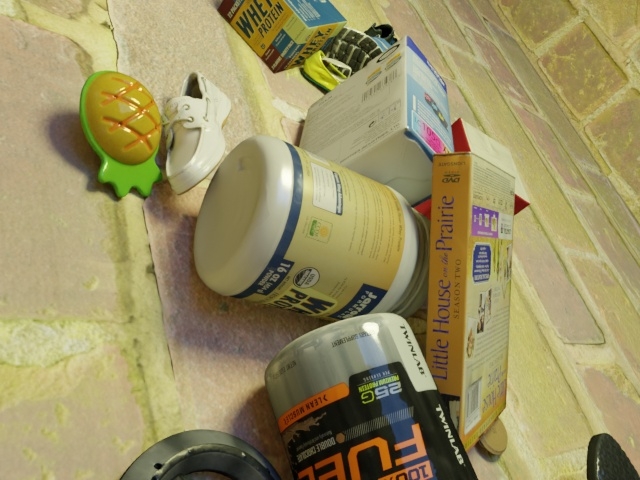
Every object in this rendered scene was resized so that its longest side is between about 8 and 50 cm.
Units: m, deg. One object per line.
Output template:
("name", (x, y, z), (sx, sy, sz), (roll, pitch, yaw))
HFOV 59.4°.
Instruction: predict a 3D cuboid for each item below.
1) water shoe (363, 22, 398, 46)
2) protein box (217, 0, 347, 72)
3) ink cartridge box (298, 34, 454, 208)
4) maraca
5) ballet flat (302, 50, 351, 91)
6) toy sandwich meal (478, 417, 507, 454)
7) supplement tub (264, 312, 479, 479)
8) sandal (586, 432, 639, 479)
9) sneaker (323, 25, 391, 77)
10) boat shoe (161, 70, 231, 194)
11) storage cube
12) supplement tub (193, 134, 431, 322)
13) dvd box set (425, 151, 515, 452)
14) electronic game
("water shoe", (0.203, -0.609, 1.701), (0.203, 0.080, 0.072), (-20, 73, -51))
("protein box", (-0.083, -0.520, 1.296), (0.199, 0.136, 0.201), (48, 37, 1))
("ink cartridge box", (0.101, -0.211, 1.077), (0.151, 0.270, 0.395), (41, 36, -29))
("maraca", (-0.283, -0.153, 0.809), (0.127, 0.099, 0.185), (-9, 89, -51))
("ballet flat", (0.065, -0.373, 1.351), (0.231, 0.077, 0.077), (32, 34, -17))
("toy sandwich meal", (0.296, 0.337, 0.988), (0.086, 0.029, 0.085), (22, 49, -27))
("supplement tub", (0.073, 0.276, 0.675), (0.207, 0.207, 0.337), (4, 54, -43))
("sandal", (0.512, 0.564, 0.952), (0.168, 0.107, 0.445), (10, 63, -41))
("sneaker", (0.123, -0.483, 1.501), (0.330, 0.129, 0.147), (17, 32, -38))
("boat shoe", (-0.210, -0.179, 0.883), (0.096, 0.098, 0.277), (51, 21, -35))
("storage cube", (0.333, -0.132, 1.308), (0.184, 0.193, 0.214), (24, 44, -28))
("supplement tub", (0.000, 0.000, 0.833), (0.316, 0.228, 0.228), (19, 46, -32))
("dvd box set", (0.246, 0.090, 0.896), (0.308, 0.062, 0.419), (0, 92, -60))
("electronic game", (-0.117, 0.314, 0.586), (0.229, 0.048, 0.229), (27, 43, -28))
